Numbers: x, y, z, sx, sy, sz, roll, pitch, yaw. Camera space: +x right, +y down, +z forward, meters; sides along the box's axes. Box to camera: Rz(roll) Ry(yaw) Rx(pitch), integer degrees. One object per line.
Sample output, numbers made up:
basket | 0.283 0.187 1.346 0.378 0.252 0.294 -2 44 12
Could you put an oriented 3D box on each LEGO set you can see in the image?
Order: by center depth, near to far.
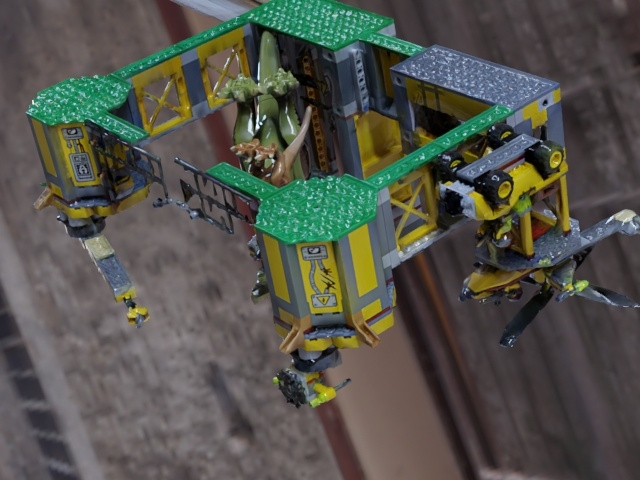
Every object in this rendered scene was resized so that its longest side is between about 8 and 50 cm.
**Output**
LEGO set | 0.000 0.000 0.884 0.331 0.192 0.255 18 41 40

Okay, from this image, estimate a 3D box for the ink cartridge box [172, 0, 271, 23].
ink cartridge box | -0.112 -0.279 1.049 0.235 0.193 0.088 21 -9 -30
